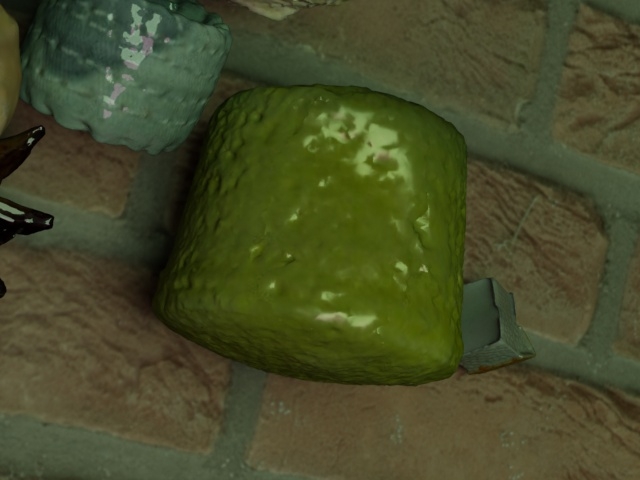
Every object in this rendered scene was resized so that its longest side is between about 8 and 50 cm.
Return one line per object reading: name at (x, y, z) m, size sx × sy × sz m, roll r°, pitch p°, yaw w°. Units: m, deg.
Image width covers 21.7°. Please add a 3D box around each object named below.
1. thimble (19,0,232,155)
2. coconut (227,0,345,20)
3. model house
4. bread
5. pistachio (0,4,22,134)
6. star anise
thimble at (-0.211, -0.191, 1.770) m, size 0.205 × 0.250 × 0.172 m, roll 26°, pitch 100°, yaw -2°
coconut at (-0.073, -0.451, 1.764) m, size 0.405 × 0.404 × 0.404 m, roll -1°, pitch 91°, yaw -28°
model house at (0.208, 0.114, 2.096) m, size 0.100 × 0.088 × 0.100 m, roll 37°, pitch 39°, yaw -47°
bread at (0.000, 0.000, 1.837) m, size 0.348 × 0.348 × 0.307 m, roll 12°, pitch 81°, yaw -28°
pistachio at (-0.442, -0.149, 1.642) m, size 0.309 × 0.230 × 0.230 m, roll -23°, pitch 103°, yaw 0°
star anise at (-0.406, -0.040, 1.760) m, size 0.272 × 0.102 × 0.272 m, roll 4°, pitch 68°, yaw -10°
